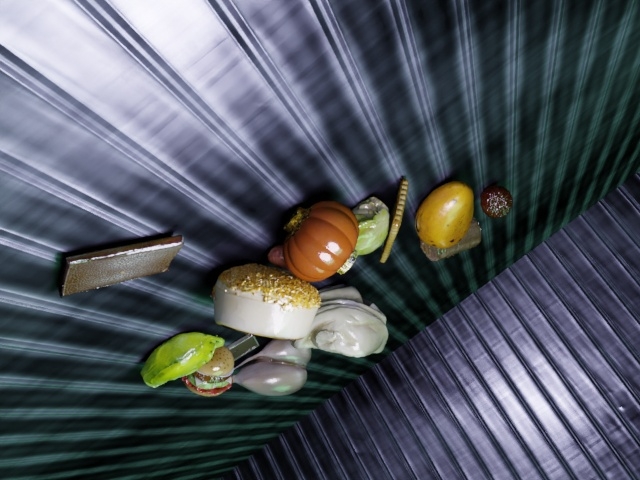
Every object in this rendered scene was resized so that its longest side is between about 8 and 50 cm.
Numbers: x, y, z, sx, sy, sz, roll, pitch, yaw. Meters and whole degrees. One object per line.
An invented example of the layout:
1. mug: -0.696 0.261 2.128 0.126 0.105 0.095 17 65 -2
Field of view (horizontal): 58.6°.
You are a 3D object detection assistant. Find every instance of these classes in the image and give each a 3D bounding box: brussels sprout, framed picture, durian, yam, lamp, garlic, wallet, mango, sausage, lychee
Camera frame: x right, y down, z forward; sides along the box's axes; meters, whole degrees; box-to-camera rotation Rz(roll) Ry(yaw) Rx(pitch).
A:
1. brussels sprout: 0.117 -0.034 1.634 0.183 0.131 0.145 -30 134 -12
2. framed picture: -0.317 0.403 2.029 0.203 0.015 0.150 -30 156 -11
3. durian: -0.410 0.339 1.675 0.250 0.101 0.139 -33 155 -7
4. yam: 0.492 -0.004 2.170 0.238 0.129 0.128 -21 152 -31
5. lamp: 0.000 0.000 1.452 0.223 0.196 0.223 -50 -170 12
6. garlic: -0.183 0.458 2.165 0.340 0.231 0.246 1 -175 -30
7. wallet: -0.417 0.047 1.195 0.243 0.039 0.133 -15 156 -38
8. mango: 0.411 -0.086 1.885 0.191 0.160 0.290 -17 148 -17
9. sausage: -0.080 0.052 1.597 0.077 0.077 0.194 -41 157 15
10. lychee: 0.652 -0.147 2.123 0.123 0.123 0.129 -43 148 18

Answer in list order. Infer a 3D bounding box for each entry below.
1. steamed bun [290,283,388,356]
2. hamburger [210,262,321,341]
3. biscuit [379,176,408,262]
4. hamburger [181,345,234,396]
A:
1. steamed bun: 0.062 0.269 2.000 0.347 0.237 0.394 7 175 -20
2. hamburger: -0.144 0.153 1.484 0.276 0.294 0.179 11 86 -42
3. biscuit: 0.222 -0.056 1.708 0.254 0.029 0.172 96 10 -62
4. hamburger: -0.347 0.398 1.804 0.175 0.175 0.137 -6 130 -48
